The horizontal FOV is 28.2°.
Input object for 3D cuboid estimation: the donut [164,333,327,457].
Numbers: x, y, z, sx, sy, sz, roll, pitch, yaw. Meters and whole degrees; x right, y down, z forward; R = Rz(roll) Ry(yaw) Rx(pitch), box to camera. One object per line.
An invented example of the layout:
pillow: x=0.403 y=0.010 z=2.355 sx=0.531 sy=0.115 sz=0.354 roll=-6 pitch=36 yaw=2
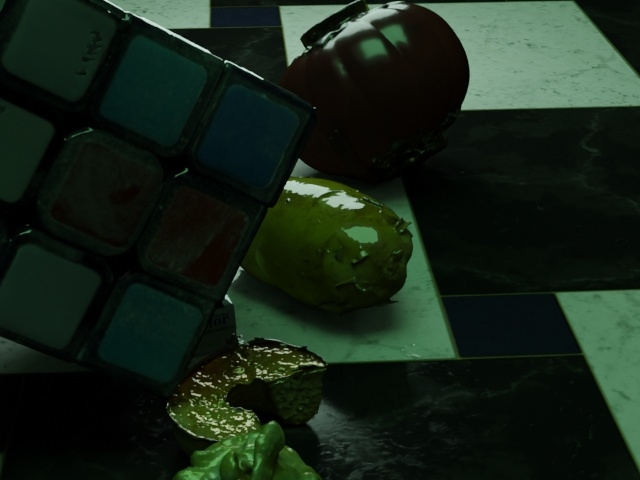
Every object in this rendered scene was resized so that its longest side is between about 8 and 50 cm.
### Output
donut: x=-0.085 y=0.174 z=1.339 sx=0.146 sy=0.078 sz=0.181 roll=12 pitch=35 yaw=24

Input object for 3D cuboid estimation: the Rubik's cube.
Rubik's cube: x=-0.273 y=-0.083 z=1.368 sx=0.363 sy=0.358 sz=0.362 roll=27 pitch=0 yaw=-29

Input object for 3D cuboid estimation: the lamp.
lamp: x=0.079 y=-0.223 z=1.909 sx=0.303 sy=0.257 sz=0.303 roll=-30 pitch=-1 yaw=-1

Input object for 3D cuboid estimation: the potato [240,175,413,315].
potato: x=0.000 y=0.000 z=1.608 sx=0.173 sy=0.140 sz=0.300 roll=-29 pitch=33 yaw=-33

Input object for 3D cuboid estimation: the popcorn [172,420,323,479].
popcorn: x=-0.067 y=0.243 z=1.161 sx=0.141 sy=0.162 sz=0.135 roll=29 pitch=-4 yaw=7

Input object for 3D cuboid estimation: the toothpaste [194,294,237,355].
toothpaste: x=-0.193 y=0.036 z=1.618 sx=0.081 sy=0.067 sz=0.336 roll=-12 pitch=29 yaw=-17
